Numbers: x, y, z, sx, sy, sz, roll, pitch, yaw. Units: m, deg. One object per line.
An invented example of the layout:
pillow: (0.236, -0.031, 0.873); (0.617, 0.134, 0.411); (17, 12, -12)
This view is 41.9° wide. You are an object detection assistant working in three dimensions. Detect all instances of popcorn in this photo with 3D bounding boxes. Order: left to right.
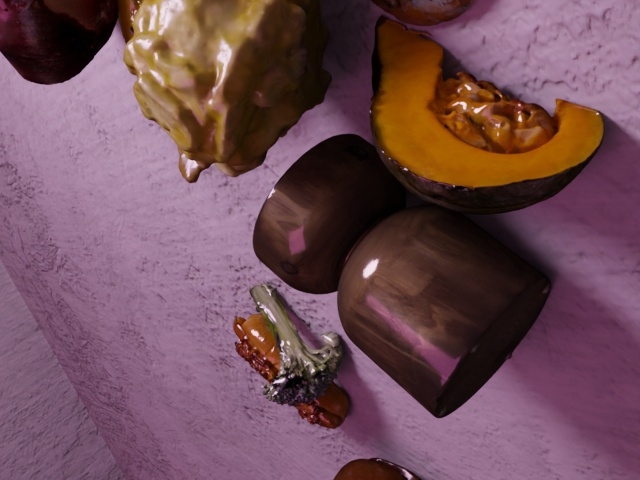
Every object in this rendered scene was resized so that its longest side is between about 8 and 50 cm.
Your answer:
popcorn: (-0.094, -0.182, 0.842); (0.192, 0.233, 0.266); (22, 120, 8)

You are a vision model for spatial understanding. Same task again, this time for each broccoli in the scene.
broccoli: (-0.050, 0.152, 1.257); (0.204, 0.118, 0.122); (63, 146, 28)

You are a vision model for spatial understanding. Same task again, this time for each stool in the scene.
stool: (0.081, 0.032, 0.872); (0.264, 0.179, 0.179); (41, 146, 24)

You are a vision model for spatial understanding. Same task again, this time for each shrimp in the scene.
shrimp: (0.058, -0.253, 0.752); (0.187, 0.051, 0.133); (31, 142, 31)

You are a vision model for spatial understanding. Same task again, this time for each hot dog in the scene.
hot dog: (-0.059, 0.211, 1.344); (0.249, 0.076, 0.102); (43, 151, 19)

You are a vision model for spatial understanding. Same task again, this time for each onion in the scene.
onion: (-0.324, -0.338, 1.082); (0.272, 0.195, 0.272); (178, 90, -89)

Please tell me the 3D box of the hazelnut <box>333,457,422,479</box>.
hazelnut: (0.082, 0.443, 1.242); (0.218, 0.218, 0.234); (22, 136, 44)

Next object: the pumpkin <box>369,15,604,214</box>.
pumpkin: (0.099, -0.084, 0.750); (0.278, 0.163, 0.111); (35, 143, 33)

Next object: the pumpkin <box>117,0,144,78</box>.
pumpkin: (-0.163, -0.282, 0.997); (0.217, 0.110, 0.218); (44, 143, 48)
